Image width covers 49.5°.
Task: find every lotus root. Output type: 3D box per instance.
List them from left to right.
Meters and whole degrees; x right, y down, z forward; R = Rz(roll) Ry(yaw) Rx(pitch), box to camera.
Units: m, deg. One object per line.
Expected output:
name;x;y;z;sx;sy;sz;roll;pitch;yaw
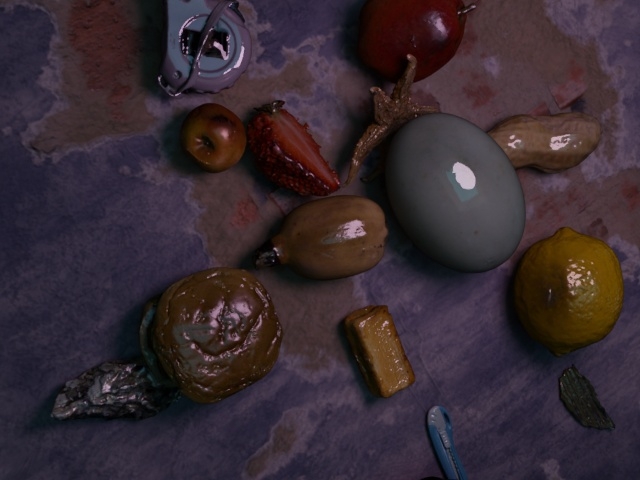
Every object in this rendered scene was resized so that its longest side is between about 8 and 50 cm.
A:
lotus root;0.000;0.000;1.513;0.310;0.183;0.183;-11;94;-9

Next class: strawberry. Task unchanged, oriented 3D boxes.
strawberry;-0.078;-0.181;1.505;0.175;0.106;0.236;-3;61;-52

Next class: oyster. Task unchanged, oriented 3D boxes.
oyster;-0.411;0.306;1.460;0.252;0.087;0.199;26;85;-27

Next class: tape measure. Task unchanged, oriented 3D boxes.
tape measure;-0.243;-0.411;1.455;0.197;0.120;0.236;2;95;-17

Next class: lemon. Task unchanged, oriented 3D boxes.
lemon;0.582;0.123;1.630;0.253;0.253;0.310;3;91;-15

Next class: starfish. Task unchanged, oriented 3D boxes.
starfish;0.146;-0.266;1.523;0.299;0.302;0.060;-36;58;-20

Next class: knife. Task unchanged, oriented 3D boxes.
knife;0.309;0.503;1.676;0.064;0.031;0.222;-22;98;-17

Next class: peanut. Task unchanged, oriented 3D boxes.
peanut;0.524;-0.234;1.662;0.313;0.149;0.149;-4;93;-15

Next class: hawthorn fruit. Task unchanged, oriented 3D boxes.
hawthorn fruit;0.213;-0.463;1.507;0.224;0.261;0.224;10;75;-43

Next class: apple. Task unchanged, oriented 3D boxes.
apple;-0.225;-0.216;1.452;0.146;0.146;0.146;0;92;-15

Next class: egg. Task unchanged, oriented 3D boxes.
egg;0.295;-0.101;1.525;0.276;0.276;0.389;-40;112;-11

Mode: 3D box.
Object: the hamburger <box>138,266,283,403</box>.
hamburger;-0.221;0.197;1.451;0.285;0.134;0.265;-29;103;-28

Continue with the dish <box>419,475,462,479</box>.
dish;0.264;0.614;1.614;0.273;0.134;0.273;-6;132;-6

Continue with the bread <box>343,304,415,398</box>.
bread;0.134;0.253;1.594;0.114;0.083;0.211;-22;97;-19

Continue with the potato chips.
potato chips;0.675;0.419;1.778;0.092;0.028;0.207;-35;98;-11
